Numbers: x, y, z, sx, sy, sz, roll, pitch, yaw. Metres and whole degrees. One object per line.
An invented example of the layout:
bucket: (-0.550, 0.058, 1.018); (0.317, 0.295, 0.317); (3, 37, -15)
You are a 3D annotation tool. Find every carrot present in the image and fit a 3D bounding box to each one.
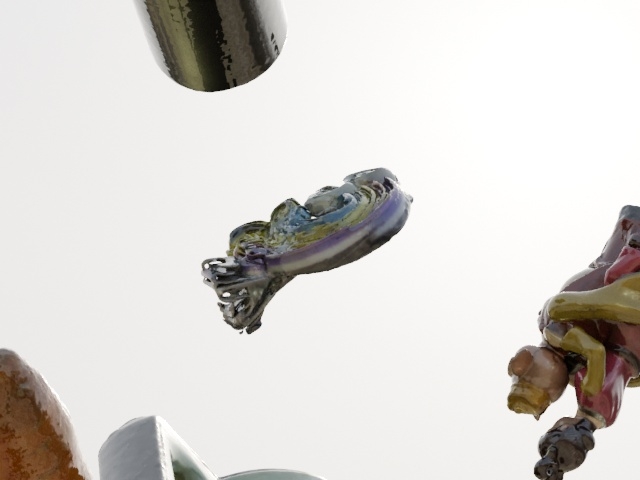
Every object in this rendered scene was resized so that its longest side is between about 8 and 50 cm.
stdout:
carrot: (-0.362, 0.218, 1.861); (0.159, 0.159, 0.225); (5, -51, 19)

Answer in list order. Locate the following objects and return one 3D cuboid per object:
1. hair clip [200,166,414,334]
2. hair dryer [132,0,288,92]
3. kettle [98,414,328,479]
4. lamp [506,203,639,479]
hair clip: (0.000, 0.000, 1.105); (0.116, 0.172, 0.049); (29, -34, 57)
hair dryer: (-0.090, -0.226, 0.831); (0.078, 0.248, 0.195); (-18, -25, -2)
kettle: (-0.040, 0.322, 1.163); (0.250, 0.377, 0.361); (-37, -59, 4)
lamp: (0.221, 0.086, 1.300); (0.118, 0.253, 0.118); (36, -17, 13)
